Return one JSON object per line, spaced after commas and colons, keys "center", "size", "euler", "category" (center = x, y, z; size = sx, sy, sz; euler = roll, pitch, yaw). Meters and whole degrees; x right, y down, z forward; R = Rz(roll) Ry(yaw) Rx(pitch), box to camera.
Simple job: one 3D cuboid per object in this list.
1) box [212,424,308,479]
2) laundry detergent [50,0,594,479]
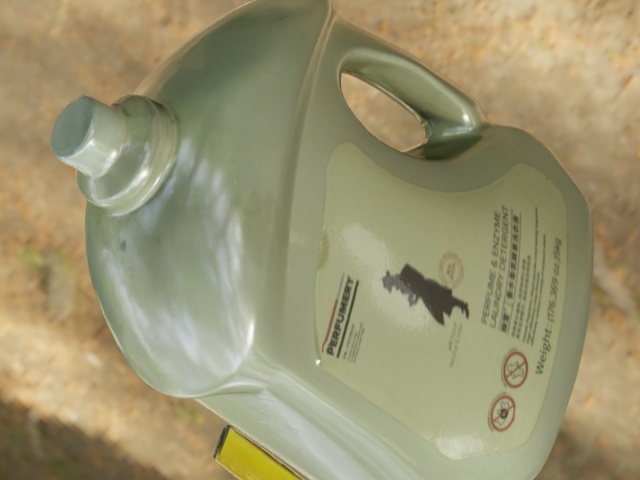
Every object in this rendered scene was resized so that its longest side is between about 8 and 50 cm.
{"center": [0.054, 0.194, 1.435], "size": [0.247, 0.033, 0.129], "euler": [19, -175, -34], "category": "box"}
{"center": [0.000, 0.000, 0.776], "size": [0.253, 0.181, 0.091], "euler": [28, 163, -40], "category": "laundry detergent"}
